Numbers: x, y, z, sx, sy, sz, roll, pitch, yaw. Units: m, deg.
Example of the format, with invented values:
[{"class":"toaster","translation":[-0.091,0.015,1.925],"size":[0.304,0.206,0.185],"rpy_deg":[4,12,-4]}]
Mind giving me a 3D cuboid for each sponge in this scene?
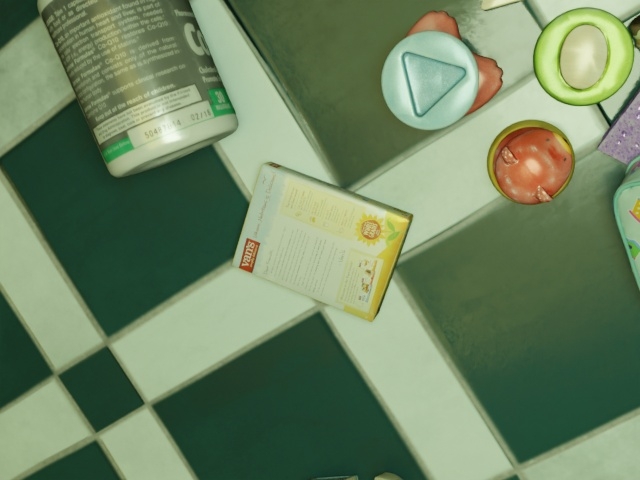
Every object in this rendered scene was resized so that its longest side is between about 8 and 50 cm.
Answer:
[{"class":"sponge","translation":[0.461,-0.169,1.032],"size":[0.117,0.031,0.210],"rpy_deg":[32,132,6]}]

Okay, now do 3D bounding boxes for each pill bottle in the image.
[{"class":"pill bottle","translation":[-0.276,-0.290,1.169],"size":[0.204,0.204,0.361],"rpy_deg":[-21,96,19]}]

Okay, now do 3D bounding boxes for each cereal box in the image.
[{"class":"cereal box","translation":[0.000,0.000,1.235],"size":[0.240,0.047,0.173],"rpy_deg":[22,107,11]}]

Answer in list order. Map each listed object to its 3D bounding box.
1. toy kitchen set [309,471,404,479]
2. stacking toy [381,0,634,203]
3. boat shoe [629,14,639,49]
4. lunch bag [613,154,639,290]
[{"class":"toy kitchen set","translation":[0.073,0.480,1.301],"size":[0.166,0.122,0.207],"rpy_deg":[-10,79,18]},{"class":"stacking toy","translation":[0.250,-0.215,1.074],"size":[0.309,0.130,0.279],"rpy_deg":[38,109,5]},{"class":"boat shoe","translation":[0.491,-0.270,1.014],"size":[0.190,0.068,0.072],"rpy_deg":[-5,123,46]},{"class":"lunch bag","translation":[0.520,-0.019,1.014],"size":[0.279,0.108,0.224],"rpy_deg":[-11,117,35]}]
